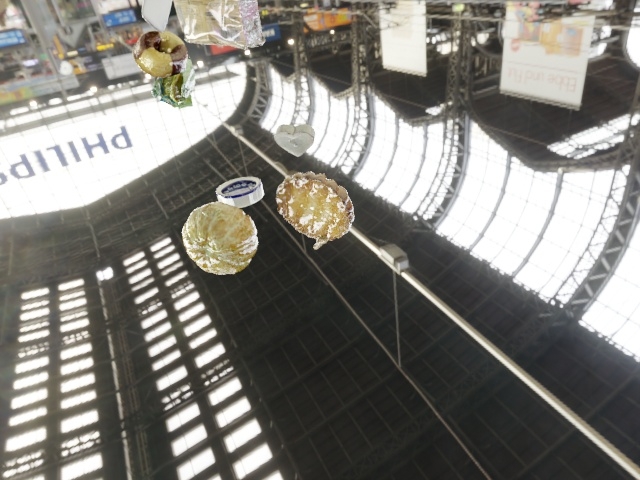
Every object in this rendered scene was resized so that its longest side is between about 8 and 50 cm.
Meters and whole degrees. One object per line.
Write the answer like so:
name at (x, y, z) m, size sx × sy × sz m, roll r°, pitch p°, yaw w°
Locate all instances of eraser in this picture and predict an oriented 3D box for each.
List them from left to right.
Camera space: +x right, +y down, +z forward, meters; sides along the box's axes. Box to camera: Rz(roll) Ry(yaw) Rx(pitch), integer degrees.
eraser at (-0.534, -0.903, 1.486) m, size 0.082 × 0.213 × 0.397 m, roll 9°, pitch -128°, yaw -28°

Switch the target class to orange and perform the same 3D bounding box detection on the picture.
orange at (-0.434, -0.002, 1.923) m, size 0.329 × 0.329 × 0.249 m, roll 2°, pitch -158°, yaw 18°

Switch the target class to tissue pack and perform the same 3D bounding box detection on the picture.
tissue pack at (-0.306, -0.673, 1.298) m, size 0.257 × 0.215 × 0.123 m, roll 14°, pitch -136°, yaw 22°

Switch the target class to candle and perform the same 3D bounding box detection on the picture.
candle at (-0.112, -0.466, 2.078) m, size 0.192 × 0.168 × 0.068 m, roll 5°, pitch -121°, yaw 10°

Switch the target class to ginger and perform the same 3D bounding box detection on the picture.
ginger at (0.000, -0.001, 1.720) m, size 0.030 × 0.097 × 0.048 m, roll 23°, pitch -124°, yaw -23°

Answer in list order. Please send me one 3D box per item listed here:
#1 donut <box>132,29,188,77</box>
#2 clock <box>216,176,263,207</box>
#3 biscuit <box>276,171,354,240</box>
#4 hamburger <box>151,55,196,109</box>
donut at (-0.539, -0.640, 1.519) m, size 0.184 × 0.166 × 0.073 m, roll -19°, pitch 169°, yaw -39°
clock at (-0.404, -0.241, 2.248) m, size 0.230 × 0.083 × 0.230 m, roll -8°, pitch -152°, yaw 4°
biscuit at (-0.017, -0.141, 1.761) m, size 0.326 × 0.326 × 0.107 m, roll 8°, pitch -134°, yaw 26°
hamburger at (-0.691, -0.770, 2.196) m, size 0.150 × 0.260 × 0.276 m, roll 26°, pitch -158°, yaw 9°
